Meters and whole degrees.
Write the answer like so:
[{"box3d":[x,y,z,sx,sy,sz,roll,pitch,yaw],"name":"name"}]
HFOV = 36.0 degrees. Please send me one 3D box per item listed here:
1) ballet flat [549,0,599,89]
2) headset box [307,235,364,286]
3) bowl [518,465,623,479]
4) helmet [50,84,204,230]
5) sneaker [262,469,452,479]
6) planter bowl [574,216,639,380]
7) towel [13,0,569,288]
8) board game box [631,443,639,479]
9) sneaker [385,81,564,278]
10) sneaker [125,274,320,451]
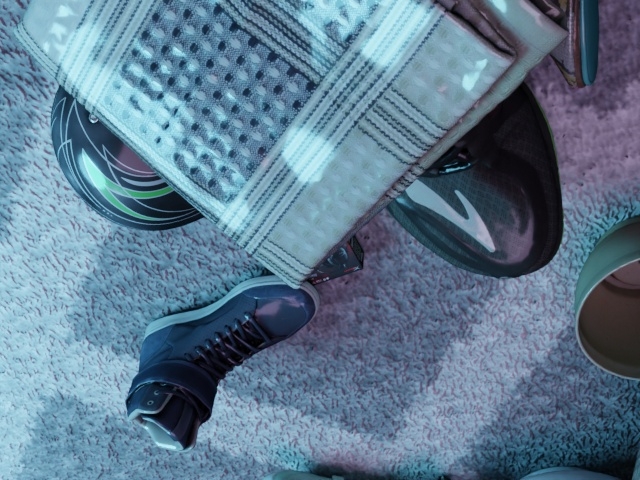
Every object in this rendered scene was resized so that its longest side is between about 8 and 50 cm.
[{"box3d":[0.195,-0.234,0.811,0.079,0.077,0.222,8,124,20],"name":"ballet flat"},{"box3d":[0.000,0.000,1.012,0.062,0.032,0.083,-19,125,17],"name":"headset box"},{"box3d":[0.301,0.373,1.205,0.297,0.134,0.298,2,127,2],"name":"bowl"},{"box3d":[-0.154,-0.091,0.877,0.161,0.169,0.169,-8,127,-7],"name":"helmet"},{"box3d":[0.060,0.316,1.201,0.256,0.094,0.151,27,130,-27],"name":"sneaker"},{"box3d":[0.327,0.044,0.976,0.162,0.109,0.162,2,126,2],"name":"planter bowl"},{"box3d":[-0.045,-0.145,0.682,0.312,0.056,0.324,43,128,-2],"name":"towel"},{"box3d":[0.463,0.252,0.946,0.291,0.141,0.232,15,154,14],"name":"board game box"},{"box3d":[0.069,-0.134,0.803,0.185,0.202,0.483,-21,122,19],"name":"sneaker"},{"box3d":[-0.104,0.131,1.024,0.226,0.163,0.086,-24,121,25],"name":"sneaker"}]
